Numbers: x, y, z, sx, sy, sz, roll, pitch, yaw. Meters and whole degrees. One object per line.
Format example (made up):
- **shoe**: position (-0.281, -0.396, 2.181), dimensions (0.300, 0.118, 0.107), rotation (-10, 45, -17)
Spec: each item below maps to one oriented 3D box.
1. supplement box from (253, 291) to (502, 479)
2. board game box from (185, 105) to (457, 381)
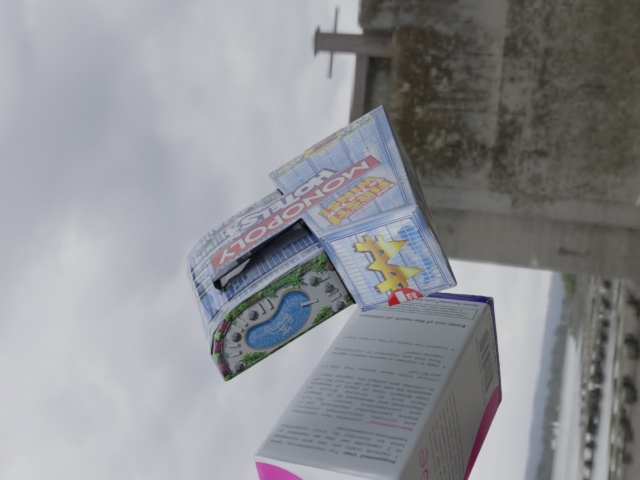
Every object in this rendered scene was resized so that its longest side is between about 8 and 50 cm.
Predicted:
- **supplement box**: position (0.055, 0.141, 0.681), dimensions (0.220, 0.113, 0.111), rotation (-50, -43, -51)
- **board game box**: position (0.000, 0.000, 0.579), dimensions (0.060, 0.194, 0.194), rotation (60, 176, -22)
